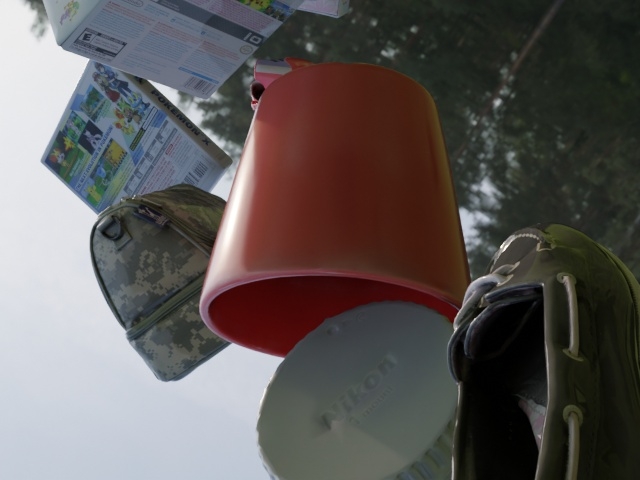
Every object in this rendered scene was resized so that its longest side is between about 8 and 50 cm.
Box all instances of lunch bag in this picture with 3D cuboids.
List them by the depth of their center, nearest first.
[{"bbox_3d":[-0.206,0.040,1.356,0.256,0.212,0.305,52,-169,-3],"label":"lunch bag"}]

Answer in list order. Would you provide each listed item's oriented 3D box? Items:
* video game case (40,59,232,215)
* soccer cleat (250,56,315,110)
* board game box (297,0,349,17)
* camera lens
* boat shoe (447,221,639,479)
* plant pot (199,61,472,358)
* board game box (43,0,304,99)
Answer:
[{"bbox_3d":[-0.341,-0.143,1.606,0.300,0.329,0.036,43,-136,-1],"label":"video game case"},{"bbox_3d":[-0.063,-0.192,1.276,0.095,0.083,0.248,12,164,-9],"label":"soccer cleat"},{"bbox_3d":[-0.090,-0.558,1.481,0.318,0.318,0.066,15,-155,14],"label":"board game box"},{"bbox_3d":[0.093,0.215,0.817,0.274,0.219,0.219,55,-172,-36],"label":"camera lens"},{"bbox_3d":[0.113,0.076,0.479,0.095,0.112,0.335,25,-150,-12],"label":"boat shoe"},{"bbox_3d":[0.021,-0.026,0.905,0.274,0.275,0.243,17,-118,-29],"label":"plant pot"},{"bbox_3d":[-0.126,-0.311,0.991,0.224,0.303,0.098,12,-132,-51],"label":"board game box"}]
